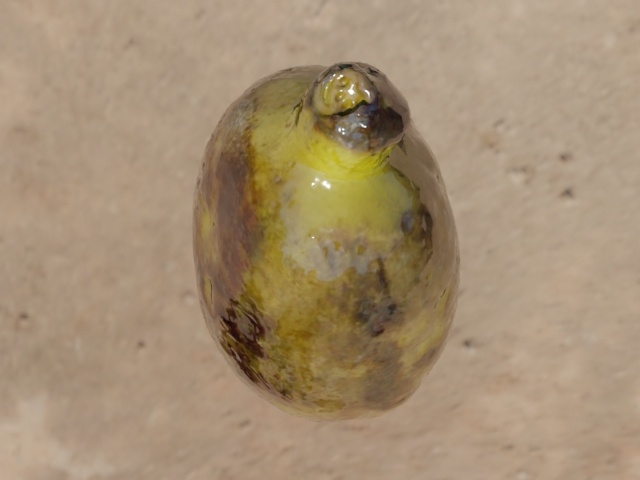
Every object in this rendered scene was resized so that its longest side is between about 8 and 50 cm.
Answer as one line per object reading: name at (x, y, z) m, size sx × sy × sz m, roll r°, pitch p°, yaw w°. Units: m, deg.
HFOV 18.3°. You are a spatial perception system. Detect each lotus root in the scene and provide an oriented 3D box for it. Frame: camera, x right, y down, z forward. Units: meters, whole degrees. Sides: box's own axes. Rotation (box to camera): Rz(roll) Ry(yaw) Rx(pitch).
lotus root at (0.000, 0.000, 1.104) m, size 0.141 × 0.314 × 0.169 m, roll -18°, pitch 59°, yaw -11°
